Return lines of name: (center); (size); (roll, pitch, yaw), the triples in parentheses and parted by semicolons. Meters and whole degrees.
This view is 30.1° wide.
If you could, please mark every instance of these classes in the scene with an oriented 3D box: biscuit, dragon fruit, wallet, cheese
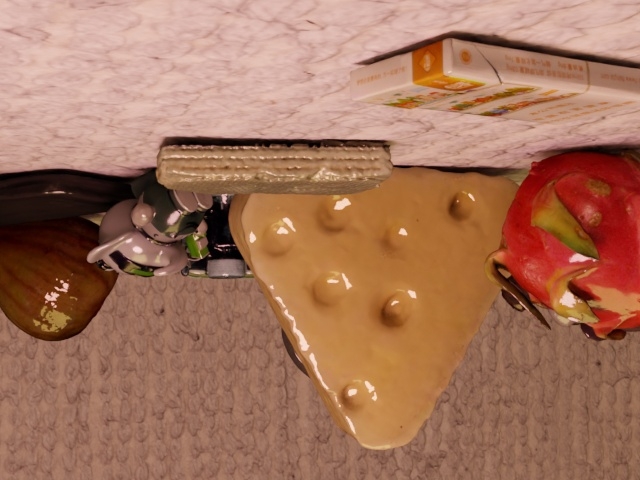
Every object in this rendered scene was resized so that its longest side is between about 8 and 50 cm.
biscuit: (-0.056, -0.076, 1.317); (0.252, 0.052, 0.150); (0, 176, -14)
dragon fruit: (0.323, 0.006, 1.366); (0.224, 0.224, 0.227); (4, -149, -47)
wallet: (-0.417, -0.050, 1.584); (0.378, 0.051, 0.197); (-6, 175, 29)
cheese: (0.045, 0.033, 1.496); (0.384, 0.383, 0.104); (0, -178, -16)

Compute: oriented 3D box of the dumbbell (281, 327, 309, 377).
dumbbell: (0.087, 0.097, 1.989); (0.179, 0.179, 0.406); (-4, -158, 36)

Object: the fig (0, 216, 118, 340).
fig: (-0.492, 0.030, 1.911); (0.321, 0.216, 0.217); (25, 166, -21)

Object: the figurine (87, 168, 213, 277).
figurine: (-0.212, -0.012, 1.475); (0.192, 0.126, 0.147); (-30, 180, 37)

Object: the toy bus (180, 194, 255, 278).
toy bus: (-0.061, -0.009, 1.651); (0.276, 0.133, 0.165); (1, 174, -12)

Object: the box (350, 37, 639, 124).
box: (0.147, -0.121, 0.933); (0.221, 0.032, 0.122); (2, 174, -35)

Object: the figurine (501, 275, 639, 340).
figurine: (0.425, 0.060, 1.784); (0.218, 0.206, 0.365); (-34, 176, -26)
